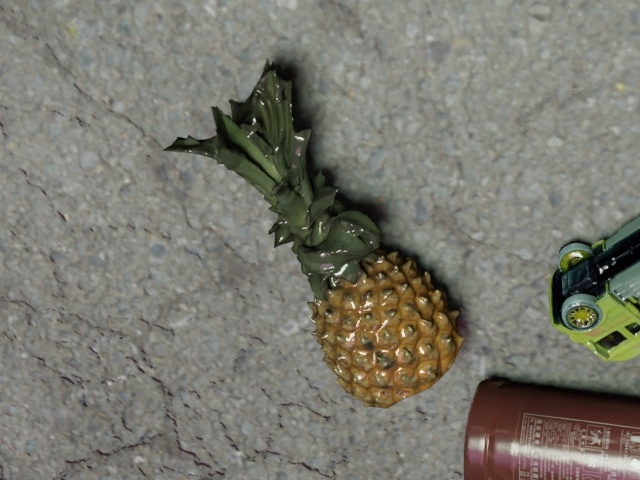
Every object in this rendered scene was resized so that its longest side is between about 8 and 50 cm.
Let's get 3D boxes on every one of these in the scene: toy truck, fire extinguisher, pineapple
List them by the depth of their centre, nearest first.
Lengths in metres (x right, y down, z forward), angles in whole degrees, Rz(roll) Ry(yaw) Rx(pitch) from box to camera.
[{"bbox_3d":[0.258,0.026,1.103,0.100,0.077,0.169,39,123,-23],"label":"toy truck"},{"bbox_3d":[0.000,0.000,1.146,0.119,0.130,0.277,-30,106,19],"label":"pineapple"},{"bbox_3d":[0.253,0.177,1.181,0.269,0.105,0.105,5,122,17],"label":"fire extinguisher"}]
